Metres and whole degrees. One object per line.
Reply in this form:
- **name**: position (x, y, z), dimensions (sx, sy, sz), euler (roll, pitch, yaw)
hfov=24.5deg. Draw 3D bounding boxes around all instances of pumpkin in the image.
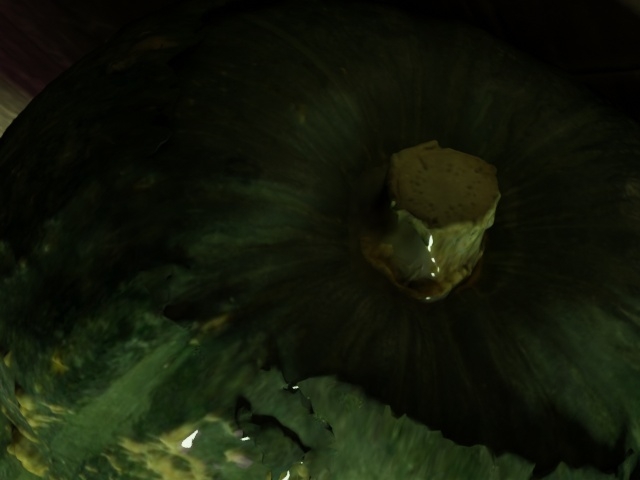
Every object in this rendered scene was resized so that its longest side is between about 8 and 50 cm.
- **pumpkin**: position (0.014, 0.050, 0.591), dimensions (0.327, 0.292, 0.257), euler (1, 148, -20)
